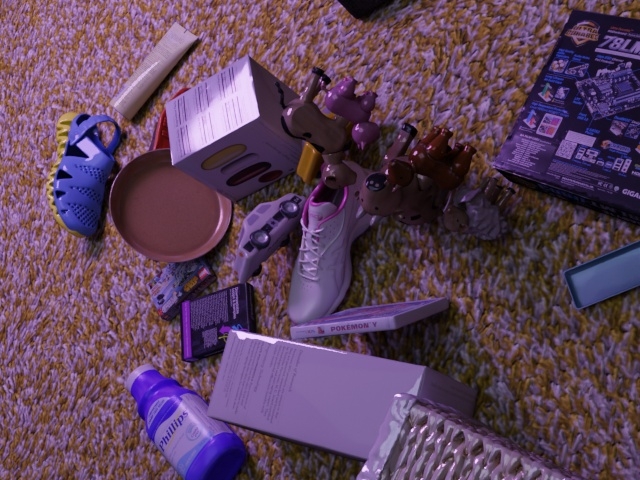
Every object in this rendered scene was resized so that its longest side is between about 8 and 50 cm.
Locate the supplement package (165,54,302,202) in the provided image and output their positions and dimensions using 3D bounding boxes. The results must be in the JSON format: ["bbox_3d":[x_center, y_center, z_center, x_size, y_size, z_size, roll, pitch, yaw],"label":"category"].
[{"bbox_3d":[-0.150,-0.205,1.751,0.203,0.194,0.149,-25,58,24],"label":"supplement package"}]

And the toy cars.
[{"bbox_3d":[-0.052,-0.105,1.649,0.087,0.176,0.394,33,91,11],"label":"toy cars"}]

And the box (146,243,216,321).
[{"bbox_3d":[-0.275,0.081,1.826,0.137,0.027,0.094,-42,53,13],"label":"box"}]

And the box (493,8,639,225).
[{"bbox_3d":[0.452,-0.191,1.408,0.295,0.073,0.293,24,85,42],"label":"box"}]

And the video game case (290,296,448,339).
[{"bbox_3d":[0.081,0.121,1.466,0.183,0.201,0.023,-9,91,31],"label":"video game case"}]

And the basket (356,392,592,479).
[{"bbox_3d":[0.200,0.412,1.183,0.266,0.328,0.331,21,83,36],"label":"basket"}]

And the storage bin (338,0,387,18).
[{"bbox_3d":[0.060,-0.535,1.790,0.084,0.122,0.180,-26,59,23],"label":"storage bin"}]

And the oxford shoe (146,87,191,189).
[{"bbox_3d":[-0.320,-0.197,1.931,0.098,0.097,0.271,-20,46,54],"label":"oxford shoe"}]

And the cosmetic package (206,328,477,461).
[{"bbox_3d":[0.031,0.256,1.443,0.365,0.197,0.155,5,74,34],"label":"cosmetic package"}]

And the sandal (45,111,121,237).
[{"bbox_3d":[-0.509,-0.158,2.027,0.138,0.126,0.317,-15,65,24],"label":"sandal"}]

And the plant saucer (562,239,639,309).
[{"bbox_3d":[0.455,0.039,1.357,0.192,0.018,0.067,-26,59,24],"label":"plant saucer"}]

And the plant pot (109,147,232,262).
[{"bbox_3d":[-0.293,-0.066,1.813,0.032,0.236,0.236,130,147,-67],"label":"plant pot"}]

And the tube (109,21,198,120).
[{"bbox_3d":[-0.372,-0.376,2.064,0.070,0.062,0.240,38,89,-6],"label":"tube"}]

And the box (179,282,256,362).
[{"bbox_3d":[-0.194,0.154,1.741,0.162,0.029,0.116,-20,62,28],"label":"box"}]

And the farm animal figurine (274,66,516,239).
[{"bbox_3d":[0.102,-0.106,1.461,0.330,0.327,0.172,33,92,40],"label":"farm animal figurine"}]

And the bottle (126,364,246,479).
[{"bbox_3d":[-0.252,0.328,1.668,0.283,0.092,0.118,38,96,38],"label":"bottle"}]

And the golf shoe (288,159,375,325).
[{"bbox_3d":[0.000,0.000,1.604,0.115,0.140,0.306,15,82,36],"label":"golf shoe"}]
